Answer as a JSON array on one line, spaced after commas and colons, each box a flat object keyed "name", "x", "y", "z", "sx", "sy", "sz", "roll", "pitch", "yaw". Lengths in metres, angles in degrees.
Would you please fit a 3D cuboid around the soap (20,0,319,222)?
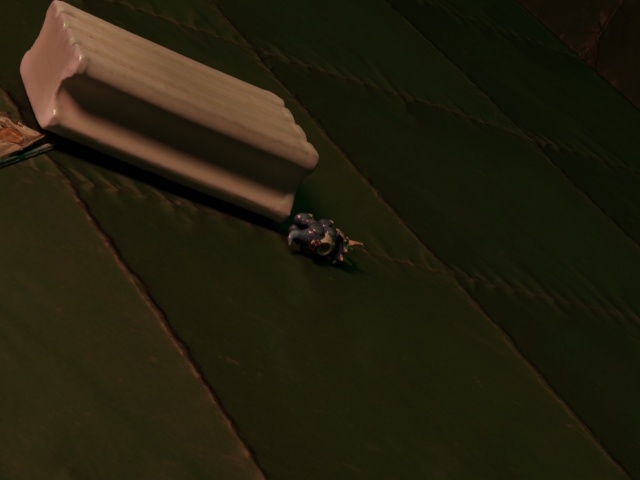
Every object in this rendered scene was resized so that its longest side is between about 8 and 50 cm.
[{"name": "soap", "x": -0.148, "y": -0.124, "z": 1.815, "sx": 0.265, "sy": 0.087, "sz": 0.160, "roll": 21, "pitch": 19, "yaw": -27}]

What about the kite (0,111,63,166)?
[{"name": "kite", "x": -0.391, "y": -0.131, "z": 1.606, "sx": 0.406, "sy": 0.014, "sz": 0.368, "roll": 18, "pitch": 23, "yaw": -32}]

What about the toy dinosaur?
[{"name": "toy dinosaur", "x": 0.000, "y": 0.000, "z": 1.820, "sx": 0.083, "sy": 0.030, "sz": 0.047, "roll": 16, "pitch": 22, "yaw": -34}]
